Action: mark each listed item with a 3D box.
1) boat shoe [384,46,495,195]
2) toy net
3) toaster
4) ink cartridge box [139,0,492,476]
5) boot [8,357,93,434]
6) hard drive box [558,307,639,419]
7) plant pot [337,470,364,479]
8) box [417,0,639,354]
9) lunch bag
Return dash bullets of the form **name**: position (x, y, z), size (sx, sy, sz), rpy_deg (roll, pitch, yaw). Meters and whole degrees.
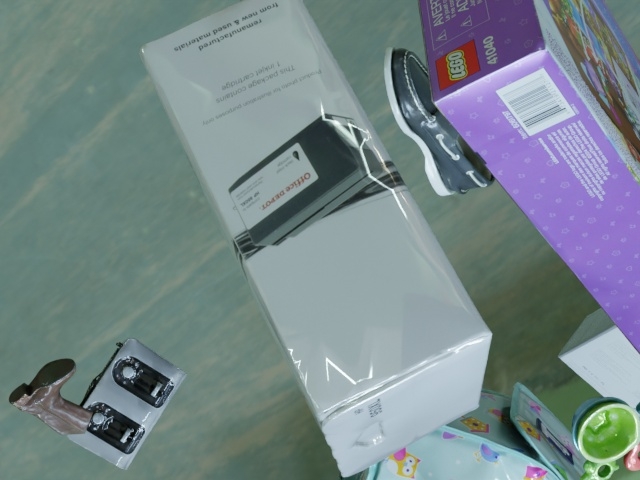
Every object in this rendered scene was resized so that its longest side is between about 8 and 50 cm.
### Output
- **boat shoe**: position (0.182, -0.182, 1.594), size (0.091, 0.114, 0.302), rpy_deg (-6, 147, 26)
- **toy net**: position (0.362, 0.171, 1.080), size (0.232, 0.045, 0.122), rpy_deg (-25, 114, -5)
- **toaster**: position (-0.289, 0.236, 1.559), size (0.110, 0.168, 0.186), rpy_deg (34, 168, -7)
- **ink cartridge box**: position (0.000, 0.000, 1.037), size (0.166, 0.285, 0.395), rpy_deg (-26, 68, -4)
- **boot**: position (-0.321, 0.204, 1.358), size (0.106, 0.037, 0.114), rpy_deg (-29, 133, 16)
- **hard drive box**: position (0.462, 0.161, 1.460), size (0.181, 0.089, 0.232), rpy_deg (41, 158, 3)
- **plant pot**: position (0.154, 0.432, 1.829), size (0.196, 0.293, 0.293), rpy_deg (24, 134, -32)
- **box**: position (0.146, -0.066, 0.583), size (0.057, 0.201, 0.293), rpy_deg (-24, 135, 25)
- **lunch bag**: position (0.187, 0.254, 1.226), size (0.262, 0.223, 0.160), rpy_deg (12, 98, 9)
